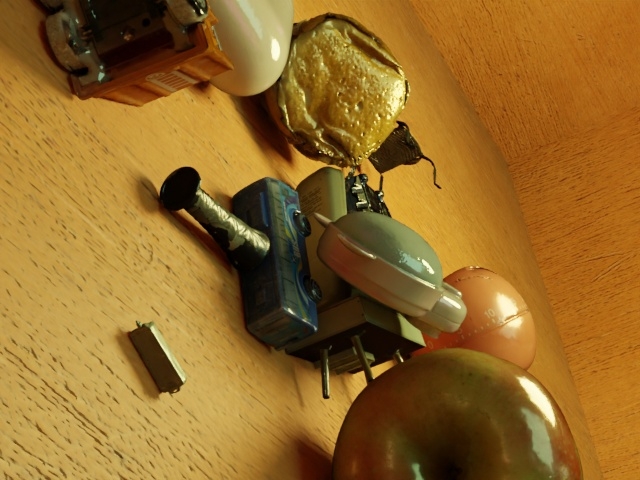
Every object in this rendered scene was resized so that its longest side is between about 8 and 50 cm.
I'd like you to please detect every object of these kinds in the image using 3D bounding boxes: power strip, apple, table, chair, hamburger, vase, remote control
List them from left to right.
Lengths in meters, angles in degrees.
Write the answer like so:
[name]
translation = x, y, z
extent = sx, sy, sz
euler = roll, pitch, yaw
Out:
[power strip]
translation = -0.162, 0.115, 1.097
extent = 0.083, 0.027, 0.017
euler = 63, 15, -11
[vase]
translation = -0.126, -0.024, 1.329
extent = 0.167, 0.059, 0.059
euler = 46, 27, -49
[remote control]
translation = 0.001, 0.000, 1.624
extent = 0.038, 0.090, 0.309
euler = 41, 28, -32
[hamburger]
translation = 0.016, -0.238, 1.750
extent = 0.244, 0.244, 0.163
euler = 62, -20, -15
[table]
translation = 0.059, 0.165, 1.527
extent = 0.240, 0.122, 0.111
euler = 28, 42, -62
[chair]
translation = 0.124, -0.172, 2.118
extent = 0.174, 0.149, 0.213
euler = 50, 20, -39
[apple]
translation = 0.174, 0.299, 1.381
extent = 0.277, 0.319, 0.319
euler = 36, 35, -69

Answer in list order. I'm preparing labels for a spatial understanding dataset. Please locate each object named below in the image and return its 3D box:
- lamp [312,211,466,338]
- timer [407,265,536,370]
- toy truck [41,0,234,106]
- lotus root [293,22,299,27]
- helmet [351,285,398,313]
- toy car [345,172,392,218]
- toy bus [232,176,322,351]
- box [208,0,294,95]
[lamp]
translation = 0.104, 0.037, 1.478
extent = 0.246, 0.108, 0.179
euler = 34, 8, -24
[timer]
translation = 0.259, 0.165, 1.936
extent = 0.214, 0.230, 0.230
euler = 61, 16, 14
[toy truck]
translation = -0.234, -0.353, 1.259
extent = 0.207, 0.173, 0.387
euler = 8, 63, -77
[lotus root]
translation = -0.009, -0.280, 1.891
extent = 0.118, 0.125, 0.220
euler = 93, -24, -68
[helmet]
translation = 0.056, 0.069, 1.676
extent = 0.177, 0.107, 0.153
euler = 89, -24, -86
[toy car]
translation = 0.084, -0.049, 1.969
extent = 0.216, 0.063, 0.103
euler = 35, 36, -69
[toy bus]
translation = -0.058, 0.023, 1.432
extent = 0.094, 0.079, 0.236
euler = 44, 28, -48
[box]
translation = -0.159, -0.389, 1.556
extent = 0.349, 0.141, 0.288
euler = 57, 21, -28
